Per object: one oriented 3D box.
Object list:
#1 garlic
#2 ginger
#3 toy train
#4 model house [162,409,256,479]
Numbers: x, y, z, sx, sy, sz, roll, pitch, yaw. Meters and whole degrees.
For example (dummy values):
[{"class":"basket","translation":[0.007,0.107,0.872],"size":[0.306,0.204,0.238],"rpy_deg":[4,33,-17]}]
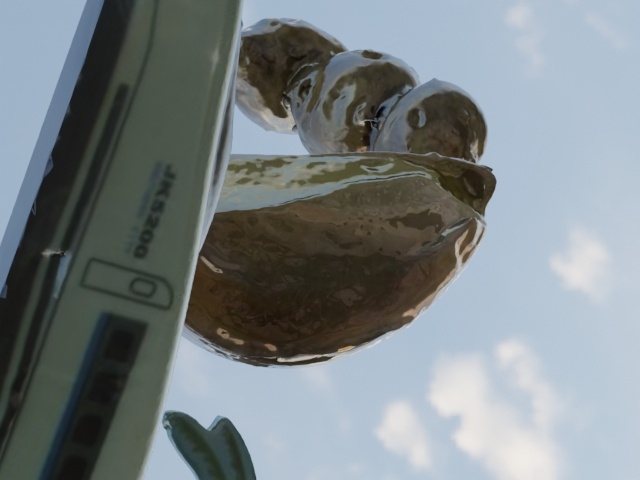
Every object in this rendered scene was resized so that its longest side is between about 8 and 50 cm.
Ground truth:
[{"class":"garlic","translation":[-0.009,0.012,0.881],"size":[0.195,0.087,0.101],"rpy_deg":[-1,-57,-14]},{"class":"ginger","translation":[0.020,-0.080,1.104],"size":[0.104,0.204,0.080],"rpy_deg":[14,-78,-50]},{"class":"toy train","translation":[-0.051,0.016,0.402],"size":[0.048,0.055,0.252],"rpy_deg":[18,-78,-16]},{"class":"model house","translation":[-0.035,0.284,0.995],"size":[0.323,0.300,0.340],"rpy_deg":[6,-88,-32]}]
